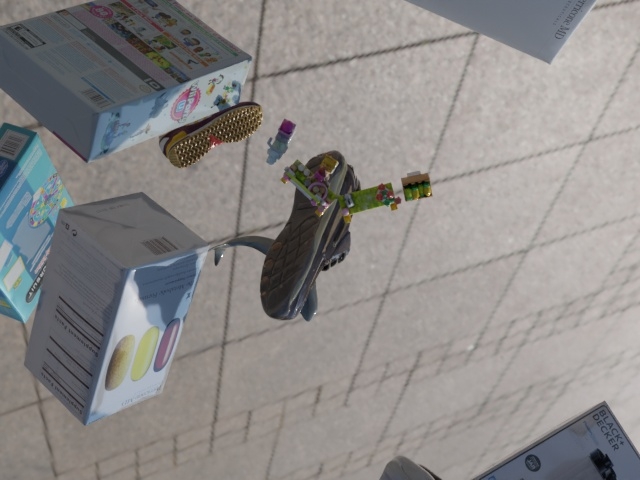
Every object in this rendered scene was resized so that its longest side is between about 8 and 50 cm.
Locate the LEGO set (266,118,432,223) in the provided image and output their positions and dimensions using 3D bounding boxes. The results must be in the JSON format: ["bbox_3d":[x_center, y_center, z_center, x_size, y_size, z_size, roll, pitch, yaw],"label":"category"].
[{"bbox_3d":[0.039,-0.093,1.567,0.107,0.286,0.132,-5,116,-86],"label":"LEGO set"}]

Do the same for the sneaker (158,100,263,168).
[{"bbox_3d":[-0.190,-0.197,1.638,0.185,0.084,0.070,-27,135,-13],"label":"sneaker"}]

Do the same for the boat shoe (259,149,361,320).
[{"bbox_3d":[0.000,0.000,1.847,0.130,0.356,0.132,33,160,-34],"label":"boat shoe"}]

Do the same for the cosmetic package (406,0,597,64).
[{"bbox_3d":[0.241,-0.442,1.451,0.197,0.365,0.155,113,1,-64],"label":"cosmetic package"}]

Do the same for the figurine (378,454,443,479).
[{"bbox_3d":[0.189,0.400,1.365,0.092,0.209,0.215,-59,157,-8],"label":"figurine"}]

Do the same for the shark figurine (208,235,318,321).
[{"bbox_3d":[-0.100,0.043,2.028,0.166,0.278,0.116,-59,-174,7],"label":"shark figurine"}]

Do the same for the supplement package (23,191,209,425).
[{"bbox_3d":[-0.259,0.084,1.202,0.139,0.133,0.244,-19,137,-50],"label":"supplement package"}]

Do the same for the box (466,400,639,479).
[{"bbox_3d":[0.403,0.414,1.627,0.289,0.169,0.087,-24,163,-19],"label":"box"}]

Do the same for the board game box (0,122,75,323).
[{"bbox_3d":[-0.593,-0.026,1.859,0.336,0.079,0.254,85,26,-61],"label":"board game box"}]

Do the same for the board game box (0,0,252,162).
[{"bbox_3d":[-0.285,-0.252,1.393,0.303,0.224,0.098,-31,153,-43],"label":"board game box"}]
